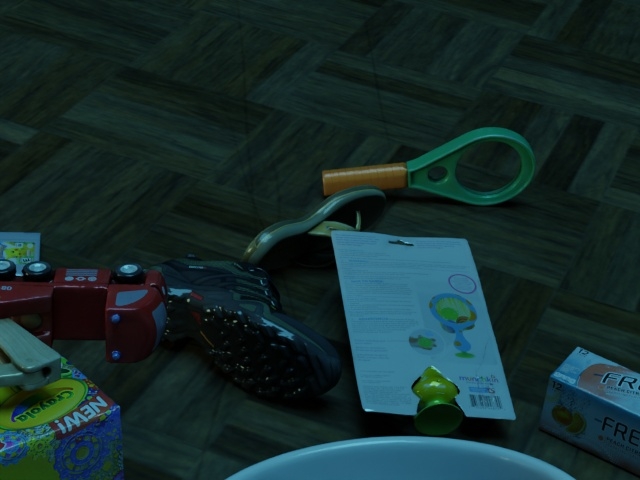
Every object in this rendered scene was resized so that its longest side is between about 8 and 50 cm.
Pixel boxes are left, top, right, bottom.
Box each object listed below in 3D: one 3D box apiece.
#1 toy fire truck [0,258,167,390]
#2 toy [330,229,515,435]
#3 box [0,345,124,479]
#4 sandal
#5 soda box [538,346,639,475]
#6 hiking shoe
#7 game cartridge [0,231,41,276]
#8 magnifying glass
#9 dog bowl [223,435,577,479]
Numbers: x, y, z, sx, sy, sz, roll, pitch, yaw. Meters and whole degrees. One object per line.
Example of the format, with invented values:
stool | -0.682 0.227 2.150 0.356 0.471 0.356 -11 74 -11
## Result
toy fire truck | -0.198 0.064 0.960 0.192 0.047 0.135 2 27 -3
toy | 0.085 0.087 1.352 0.137 0.056 0.237 4 37 -12
box | -0.324 0.168 0.996 0.290 0.177 0.279 -18 33 -34
sandal | 0.000 0.000 1.465 0.180 0.072 0.049 -24 59 -38
soda box | 0.282 0.161 1.264 0.183 0.063 0.058 24 36 24
hiking shoe | -0.063 0.062 1.331 0.227 0.086 0.114 24 39 27
game cartridge | -0.298 0.017 1.422 0.056 0.017 0.083 -2 33 -8
magnifying glass | 0.117 -0.073 1.597 0.231 0.092 0.026 -5 37 0
dog bowl | 0.046 0.222 0.925 0.265 0.104 0.265 -3 16 1
